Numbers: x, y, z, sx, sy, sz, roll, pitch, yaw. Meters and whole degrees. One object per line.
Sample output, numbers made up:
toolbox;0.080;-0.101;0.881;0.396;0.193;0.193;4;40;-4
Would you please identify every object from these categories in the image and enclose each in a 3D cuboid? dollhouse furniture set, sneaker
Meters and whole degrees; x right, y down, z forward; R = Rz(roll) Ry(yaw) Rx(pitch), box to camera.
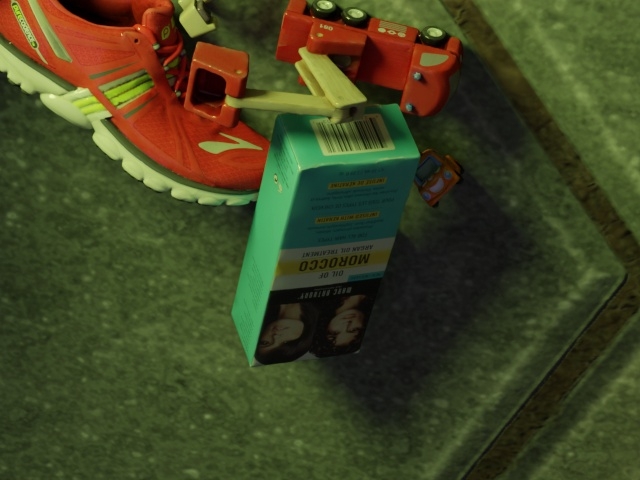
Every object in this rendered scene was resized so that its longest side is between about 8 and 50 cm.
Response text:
dollhouse furniture set;-0.089;-0.225;1.337;0.081;0.091;0.114;-30;113;12
sneaker;-0.136;-0.128;1.401;0.279;0.107;0.118;33;117;-16

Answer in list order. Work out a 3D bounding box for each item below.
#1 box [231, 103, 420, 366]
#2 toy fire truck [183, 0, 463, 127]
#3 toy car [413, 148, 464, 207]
box;0.000;0.000;1.442;0.101;0.060;0.244;-7;141;-18
toy fire truck;0.006;-0.123;1.349;0.192;0.135;0.047;15;128;1
toy car;0.065;-0.032;1.454;0.040;0.060;0.122;44;123;-7
